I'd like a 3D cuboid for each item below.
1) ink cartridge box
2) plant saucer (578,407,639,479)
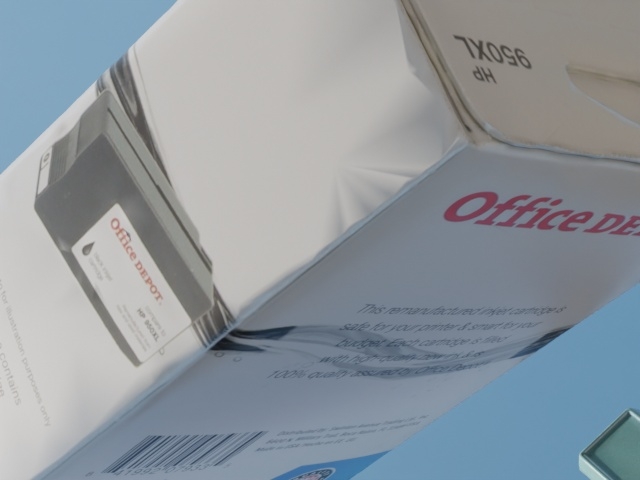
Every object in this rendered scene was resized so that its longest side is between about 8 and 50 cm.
[{"bbox_3d":[0.000,0.000,0.903,0.285,0.395,0.166,3,-123,-49],"label":"ink cartridge box"},{"bbox_3d":[0.249,0.176,1.222,0.067,0.192,0.018,-42,-66,-3],"label":"plant saucer"}]
